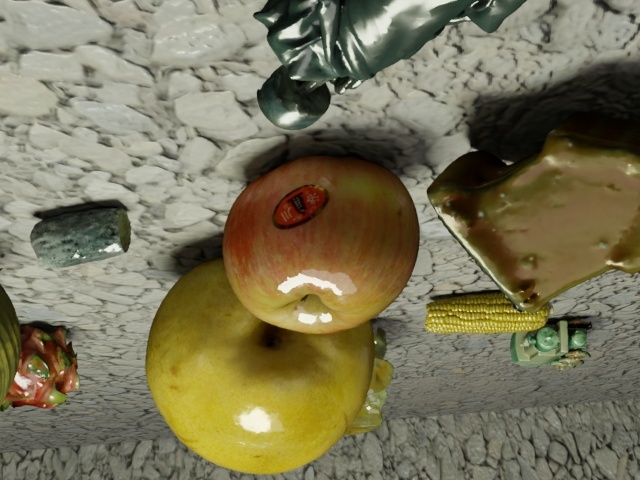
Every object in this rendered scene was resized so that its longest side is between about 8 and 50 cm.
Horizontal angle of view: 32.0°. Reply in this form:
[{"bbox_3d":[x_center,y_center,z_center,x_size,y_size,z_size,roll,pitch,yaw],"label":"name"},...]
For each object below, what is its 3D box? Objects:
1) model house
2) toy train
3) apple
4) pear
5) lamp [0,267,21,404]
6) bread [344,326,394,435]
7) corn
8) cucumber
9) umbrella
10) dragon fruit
[{"bbox_3d":[0.266,-0.056,1.084,0.239,0.173,0.268,-28,-175,28],"label":"model house"},{"bbox_3d":[0.428,0.193,2.071,0.125,0.081,0.194,1,165,-3],"label":"toy train"},{"bbox_3d":[0.000,0.000,1.155,0.209,0.164,0.209,3,155,2],"label":"apple"},{"bbox_3d":[-0.080,0.155,1.456,0.314,0.314,0.314,-4,164,-1],"label":"pear"},{"bbox_3d":[-0.471,0.108,1.342,0.250,0.284,0.250,10,126,14],"label":"lamp"},{"bbox_3d":[-0.018,0.241,1.926,0.252,0.196,0.238,4,166,-16],"label":"bread"},{"bbox_3d":[0.267,0.116,1.782,0.206,0.067,0.067,-4,164,3],"label":"corn"},{"bbox_3d":[-0.265,-0.006,1.256,0.112,0.064,0.064,-13,162,20],"label":"cucumber"},{"bbox_3d":[0.066,-0.170,0.698,0.143,0.094,0.349,25,147,-23],"label":"umbrella"},{"bbox_3d":[-0.469,0.202,1.771,0.135,0.137,0.236,-17,170,13],"label":"dragon fruit"}]
